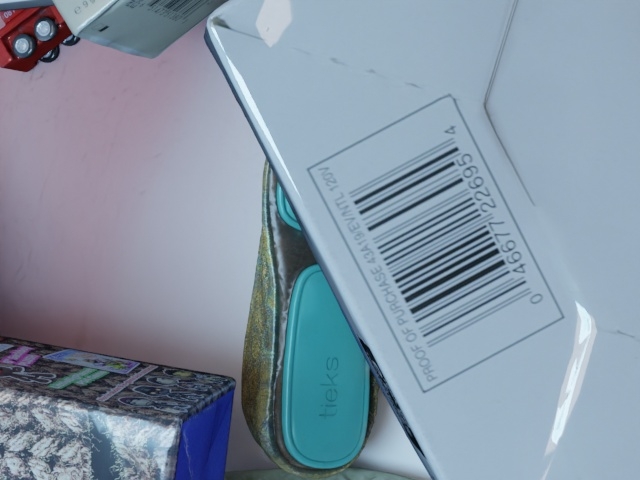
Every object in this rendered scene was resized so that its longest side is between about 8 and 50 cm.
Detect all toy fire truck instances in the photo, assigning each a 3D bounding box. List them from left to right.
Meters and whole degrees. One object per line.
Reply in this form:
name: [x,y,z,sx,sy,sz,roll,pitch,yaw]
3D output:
toy fire truck: [-0.245,-0.213,1.454,0.192,0.047,0.135,-34,80,17]

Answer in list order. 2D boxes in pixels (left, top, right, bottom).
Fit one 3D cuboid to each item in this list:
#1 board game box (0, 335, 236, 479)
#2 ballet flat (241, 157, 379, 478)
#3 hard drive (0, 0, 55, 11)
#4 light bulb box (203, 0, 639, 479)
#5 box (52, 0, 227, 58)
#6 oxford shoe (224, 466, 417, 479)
board game box: [-0.226,0.192,1.221,0.291,0.141,0.232,9,97,12]
ballet flat: [0.000,0.000,1.338,0.123,0.123,0.348,8,94,20]
hard drive: [-0.195,-0.340,1.389,0.203,0.040,0.307,-3,89,19]
light bulb box: [0.102,-0.028,1.104,0.225,0.361,0.358,-27,95,-1]
box: [-0.182,-0.295,1.288,0.121,0.148,0.311,-36,80,14]
oxford shoe: [-0.038,0.263,1.350,0.449,0.169,0.130,3,133,12]
